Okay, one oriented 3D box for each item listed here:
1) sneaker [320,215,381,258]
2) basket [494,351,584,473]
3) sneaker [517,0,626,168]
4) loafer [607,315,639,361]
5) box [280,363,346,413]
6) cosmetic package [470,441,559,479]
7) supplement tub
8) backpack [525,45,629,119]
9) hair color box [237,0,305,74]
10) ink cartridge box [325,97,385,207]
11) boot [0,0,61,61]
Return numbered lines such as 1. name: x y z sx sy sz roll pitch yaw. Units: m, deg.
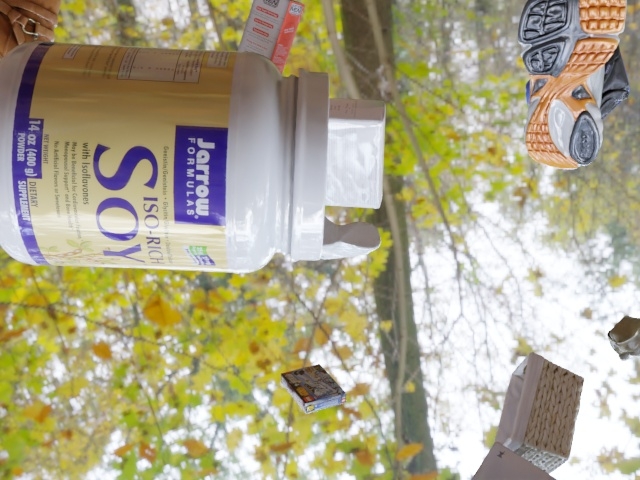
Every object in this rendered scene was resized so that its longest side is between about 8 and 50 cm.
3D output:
1. sneaker: 0.000 0.000 1.577 0.212 0.094 0.080 13 -120 -25
2. basket: 0.365 0.291 1.435 0.103 0.113 0.167 20 -121 3
3. sneaker: 0.254 -0.205 0.889 0.099 0.262 0.121 6 -131 12
4. loafer: 0.433 0.131 1.199 0.056 0.148 0.050 -43 -106 -15
5. box: -0.016 0.312 1.826 0.094 0.027 0.137 -11 -157 -21
6. cosmetic package: 0.322 0.456 1.321 0.224 0.224 0.138 30 -118 22
7. supplement tub: -0.161 -0.086 0.923 0.332 0.241 0.241 2 -147 -1
8. backpack: 0.319 -0.192 1.104 0.120 0.098 0.101 -42 -147 -13
9. hair color box: -0.083 -0.311 1.337 0.072 0.141 0.043 31 -159 28
10. ink cartridge box: -0.015 -0.133 1.315 0.225 0.181 0.056 5 -132 6
11. boot: -0.534 -0.356 1.627 0.109 0.284 0.220 -17 -128 62
